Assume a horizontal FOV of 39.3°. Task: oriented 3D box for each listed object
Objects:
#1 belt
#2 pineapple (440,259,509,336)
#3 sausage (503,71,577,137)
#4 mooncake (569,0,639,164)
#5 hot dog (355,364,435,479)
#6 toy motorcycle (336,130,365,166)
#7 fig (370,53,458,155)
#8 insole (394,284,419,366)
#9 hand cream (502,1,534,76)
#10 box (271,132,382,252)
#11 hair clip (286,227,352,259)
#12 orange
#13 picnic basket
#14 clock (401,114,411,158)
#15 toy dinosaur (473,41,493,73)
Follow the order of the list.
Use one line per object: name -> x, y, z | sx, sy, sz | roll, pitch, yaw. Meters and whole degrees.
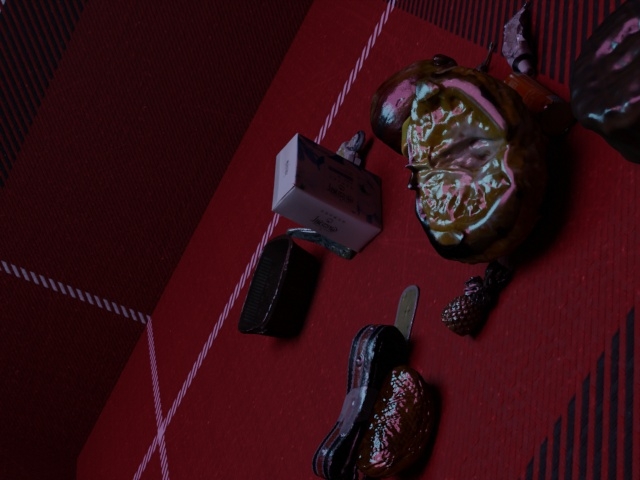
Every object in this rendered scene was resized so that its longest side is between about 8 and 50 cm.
belt -> 0.087, 0.344, 1.866 | 0.094, 0.126, 0.360 | -17, 54, 61
pineapple -> 0.299, 0.107, 1.705 | 0.159, 0.074, 0.074 | -55, 24, 15
sausage -> 0.427, -0.284, 1.799 | 0.083, 0.083, 0.264 | -59, 21, 18
mooncake -> 0.533, -0.268, 1.411 | 0.290, 0.161, 0.290 | -48, 27, 35
hot dog -> 0.148, 0.358, 1.752 | 0.160, 0.099, 0.227 | -6, 61, 66
toy motorcycle -> 0.066, -0.206, 2.563 | 0.151, 0.074, 0.229 | 4, 73, 70
fig -> 0.232, -0.304, 2.065 | 0.263, 0.224, 0.224 | -21, 48, 47
insole -> 0.167, 0.245, 1.950 | 0.109, 0.007, 0.322 | -25, 46, 58
hand cream -> 0.436, -0.439, 1.974 | 0.084, 0.050, 0.257 | -52, 23, 40
box -> 0.020, -0.122, 2.305 | 0.116, 0.274, 0.203 | -44, 30, 39
hair clip -> 0.002, -0.001, 2.413 | 0.229, 0.066, 0.036 | 17, 47, 36
orange -> 0.313, -0.142, 1.688 | 0.270, 0.210, 0.369 | -14, 81, 55
picnic basket -> -0.108, 0.140, 2.533 | 0.222, 0.129, 0.297 | -18, 52, 61
clock -> 0.281, -0.206, 1.879 | 0.143, 0.202, 0.096 | -48, 27, 40
toy dinosaur -> 0.363, -0.382, 2.099 | 0.180, 0.037, 0.058 | -55, -1, 9
